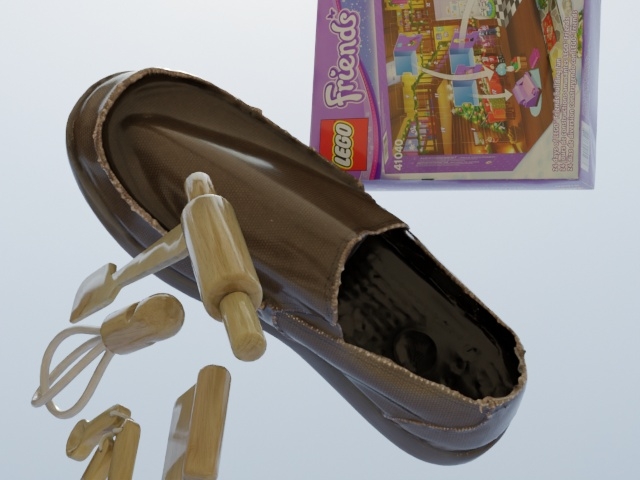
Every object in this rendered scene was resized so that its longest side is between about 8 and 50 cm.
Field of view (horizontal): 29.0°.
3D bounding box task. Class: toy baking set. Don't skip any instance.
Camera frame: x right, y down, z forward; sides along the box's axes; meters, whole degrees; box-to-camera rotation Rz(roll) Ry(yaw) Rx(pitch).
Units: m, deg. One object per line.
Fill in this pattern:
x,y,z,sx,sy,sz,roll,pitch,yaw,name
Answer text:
-0.103,0.057,0.674,0.030,0.197,0.256,28,-156,-29,toy baking set

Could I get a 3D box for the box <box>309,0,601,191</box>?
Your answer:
0.098,-0.182,0.892,0.201,0.057,0.293,1,-95,25,box

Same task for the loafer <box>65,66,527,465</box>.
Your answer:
0.000,0.000,0.814,0.366,0.130,0.134,36,-115,-4,loafer
